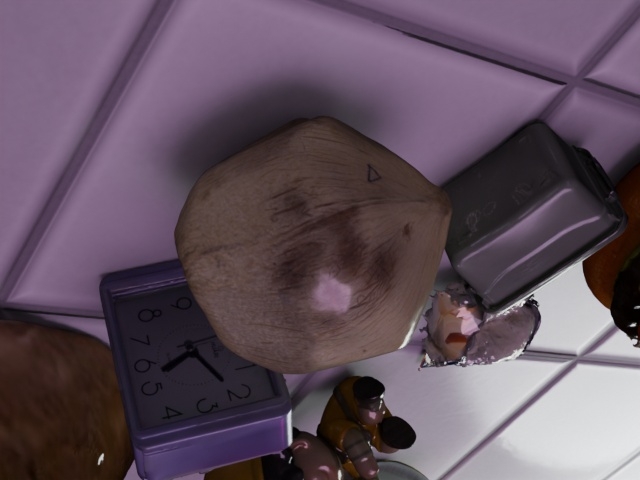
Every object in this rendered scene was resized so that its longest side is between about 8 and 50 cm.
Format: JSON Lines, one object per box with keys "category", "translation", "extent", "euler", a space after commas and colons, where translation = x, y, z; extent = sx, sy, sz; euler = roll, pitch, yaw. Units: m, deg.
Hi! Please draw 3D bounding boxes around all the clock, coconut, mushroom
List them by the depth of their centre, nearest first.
{"category": "coconut", "translation": [0.000, 0.000, 0.842], "extent": [0.224, 0.224, 0.224], "euler": [-14, 144, -10]}
{"category": "clock", "translation": [-0.113, 0.110, 0.929], "extent": [0.145, 0.193, 0.073], "euler": [-12, 142, -13]}
{"category": "mushroom", "translation": [-0.300, 0.238, 0.935], "extent": [0.397, 0.313, 0.224], "euler": [14, 135, -46]}

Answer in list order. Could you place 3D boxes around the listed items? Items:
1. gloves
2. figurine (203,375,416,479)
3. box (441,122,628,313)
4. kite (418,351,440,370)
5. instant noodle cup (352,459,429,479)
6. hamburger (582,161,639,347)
{"category": "gloves", "translation": [0.184, 0.085, 1.146], "extent": [0.153, 0.070, 0.114], "euler": [-1, 106, -31]}
{"category": "figurine", "translation": [-0.022, 0.268, 1.215], "extent": [0.257, 0.167, 0.192], "euler": [-36, 134, -18]}
{"category": "box", "translation": [0.187, -0.026, 0.974], "extent": [0.172, 0.124, 0.093], "euler": [-37, 131, 19]}
{"category": "kite", "translation": [0.181, 0.112, 1.239], "extent": [0.159, 0.010, 0.190], "euler": [-35, 143, 16]}
{"category": "instant noodle cup", "translation": [0.086, 0.407, 1.448], "extent": [0.182, 0.182, 0.144], "euler": [7, 127, -34]}
{"category": "hamburger", "translation": [0.459, 0.032, 1.069], "extent": [0.330, 0.250, 0.330], "euler": [-14, 145, -10]}
